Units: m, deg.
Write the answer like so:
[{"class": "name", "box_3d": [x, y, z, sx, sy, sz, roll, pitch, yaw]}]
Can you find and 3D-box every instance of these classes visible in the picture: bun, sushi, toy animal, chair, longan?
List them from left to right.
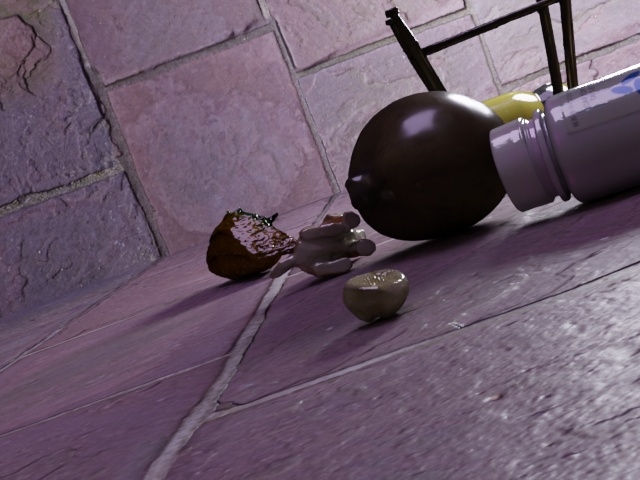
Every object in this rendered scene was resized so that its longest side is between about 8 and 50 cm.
[{"class": "sushi", "box_3d": [-0.147, -0.002, 2.309, 0.140, 0.149, 0.287, -20, -1, -35]}, {"class": "toy animal", "box_3d": [-0.006, 0.013, 1.923, 0.184, 0.104, 0.185, -23, 10, -1]}, {"class": "bun", "box_3d": [0.069, 0.070, 1.344, 0.086, 0.055, 0.086, -9, 14, 2]}, {"class": "longan", "box_3d": [0.172, -0.122, 1.806, 0.300, 0.243, 0.300, -22, -14, -6]}, {"class": "chair", "box_3d": [0.371, -0.330, 2.233, 0.362, 0.410, 0.364, -21, 6, 6]}]

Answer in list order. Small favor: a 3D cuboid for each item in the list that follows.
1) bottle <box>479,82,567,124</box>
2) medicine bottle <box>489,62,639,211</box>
[{"class": "bottle", "box_3d": [0.456, -0.267, 2.610, 0.351, 0.171, 0.171, -19, 5, -7]}, {"class": "medicine bottle", "box_3d": [0.409, -0.148, 1.609, 0.293, 0.170, 0.170, -20, 5, 19]}]
